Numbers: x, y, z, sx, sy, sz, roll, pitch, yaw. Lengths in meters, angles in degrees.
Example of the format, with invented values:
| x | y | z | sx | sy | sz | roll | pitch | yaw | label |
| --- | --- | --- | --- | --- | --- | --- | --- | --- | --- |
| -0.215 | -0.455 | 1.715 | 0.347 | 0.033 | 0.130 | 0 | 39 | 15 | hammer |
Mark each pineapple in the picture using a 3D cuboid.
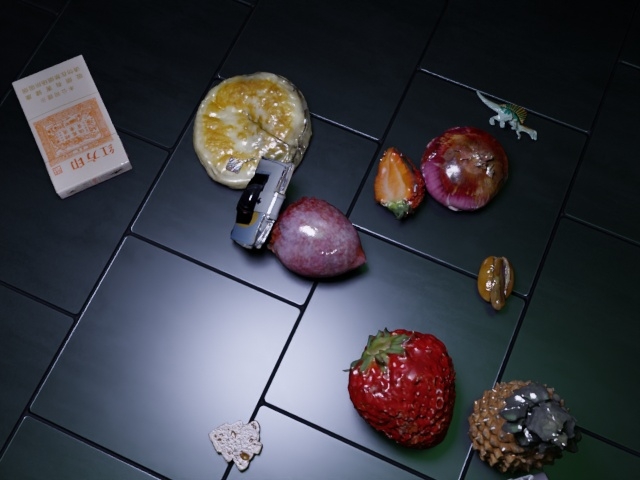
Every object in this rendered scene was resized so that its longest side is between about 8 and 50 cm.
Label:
| x | y | z | sx | sy | sz | roll | pitch | yaw | label |
| --- | --- | --- | --- | --- | --- | --- | --- | --- | --- |
| 0.448 | 0.390 | 1.691 | 0.222 | 0.357 | 0.223 | 0 | 73 | -1 | pineapple |

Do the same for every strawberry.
| x | y | z | sx | sy | sz | roll | pitch | yaw | label |
| --- | --- | --- | --- | --- | --- | --- | --- | --- | --- |
| 0.207 | -0.139 | 2.023 | 0.140 | 0.085 | 0.192 | -54 | 45 | 15 | strawberry |
| 0.202 | 0.340 | 1.786 | 0.257 | 0.257 | 0.277 | -36 | 107 | -12 | strawberry |

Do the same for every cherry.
| x | y | z | sx | sy | sz | roll | pitch | yaw | label |
| --- | --- | --- | --- | --- | --- | --- | --- | --- | --- |
| 0.000 | 0.000 | 1.933 | 0.249 | 0.175 | 0.192 | 27 | 51 | 8 | cherry |

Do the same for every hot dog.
| x | y | z | sx | sy | sz | roll | pitch | yaw | label |
| --- | --- | --- | --- | --- | --- | --- | --- | --- | --- |
| 0.432 | 0.104 | 1.950 | 0.089 | 0.060 | 0.140 | 13 | 74 | 10 | hot dog |

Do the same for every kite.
| x | y | z | sx | sy | sz | roll | pitch | yaw | label |
| --- | --- | --- | --- | --- | --- | --- | --- | --- | --- |
| -0.205 | -0.194 | 2.027 | 0.078 | 0.002 | 0.044 | 1 | 79 | 3 | kite |

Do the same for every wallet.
| x | y | z | sx | sy | sz | roll | pitch | yaw | label |
| --- | --- | --- | --- | --- | --- | --- | --- | --- | --- |
| -0.149 | -0.096 | 1.942 | 0.069 | 0.170 | 0.231 | 21 | 91 | -29 | wallet |

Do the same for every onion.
| x | y | z | sx | sy | sz | roll | pitch | yaw | label |
| --- | --- | --- | --- | --- | --- | --- | --- | --- | --- |
| 0.369 | -0.188 | 2.001 | 0.230 | 0.163 | 0.230 | 0 | 82 | -1 | onion |

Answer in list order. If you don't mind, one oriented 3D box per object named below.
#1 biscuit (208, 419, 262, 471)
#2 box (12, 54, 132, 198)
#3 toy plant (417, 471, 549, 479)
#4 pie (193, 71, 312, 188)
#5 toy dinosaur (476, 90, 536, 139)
| x | y | z | sx | sy | sz | roll | pitch | yaw | label |
| --- | --- | --- | --- | --- | --- | --- | --- | --- | --- |
| -0.199 | 0.468 | 1.843 | 0.130 | 0.019 | 0.119 | 17 | 72 | 6 | biscuit |
| -0.663 | -0.307 | 2.107 | 0.204 | 0.051 | 0.365 | -25 | 72 | -9 | box |
| 0.322 | 0.626 | 1.705 | 0.400 | 0.185 | 0.279 | -23 | 65 | 8 | toy plant |
| -0.181 | -0.290 | 2.088 | 0.339 | 0.077 | 0.339 | -1 | 77 | 3 | pie |
| 0.507 | -0.339 | 2.123 | 0.106 | 0.044 | 0.187 | -15 | 57 | -19 | toy dinosaur |
